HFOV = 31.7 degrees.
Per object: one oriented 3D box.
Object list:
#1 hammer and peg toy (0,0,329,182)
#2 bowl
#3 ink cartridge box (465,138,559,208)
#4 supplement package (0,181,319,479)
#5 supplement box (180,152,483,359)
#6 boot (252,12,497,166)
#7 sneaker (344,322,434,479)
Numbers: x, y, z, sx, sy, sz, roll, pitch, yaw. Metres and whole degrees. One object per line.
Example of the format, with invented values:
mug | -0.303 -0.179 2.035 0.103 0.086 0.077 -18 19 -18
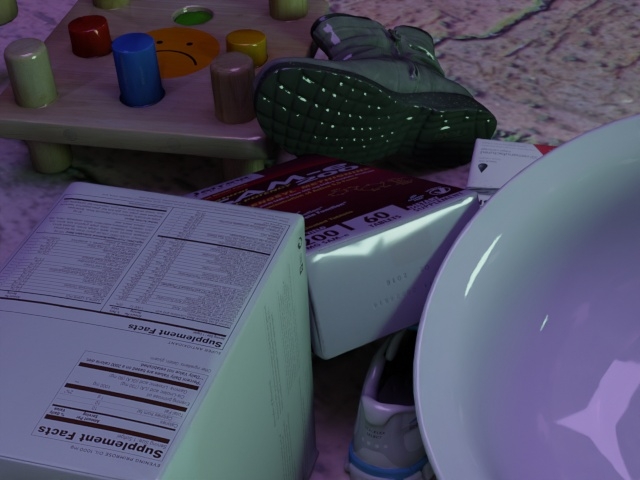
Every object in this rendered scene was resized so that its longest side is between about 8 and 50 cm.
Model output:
hammer and peg toy | -0.192 -0.161 1.037 0.361 0.127 0.266 5 40 11
bowl | 0.212 0.080 0.640 0.298 0.134 0.297 -15 54 22
ink cartridge box | 0.161 -0.019 0.881 0.099 0.056 0.135 6 37 10
supplement package | -0.102 0.109 0.614 0.149 0.194 0.203 8 38 15
supplement box | 0.000 0.000 0.788 0.130 0.073 0.239 -20 17 -22
boot | 0.024 -0.141 0.976 0.247 0.083 0.161 5 38 -36
sneaker | 0.073 0.076 0.740 0.071 0.083 0.190 11 38 19
